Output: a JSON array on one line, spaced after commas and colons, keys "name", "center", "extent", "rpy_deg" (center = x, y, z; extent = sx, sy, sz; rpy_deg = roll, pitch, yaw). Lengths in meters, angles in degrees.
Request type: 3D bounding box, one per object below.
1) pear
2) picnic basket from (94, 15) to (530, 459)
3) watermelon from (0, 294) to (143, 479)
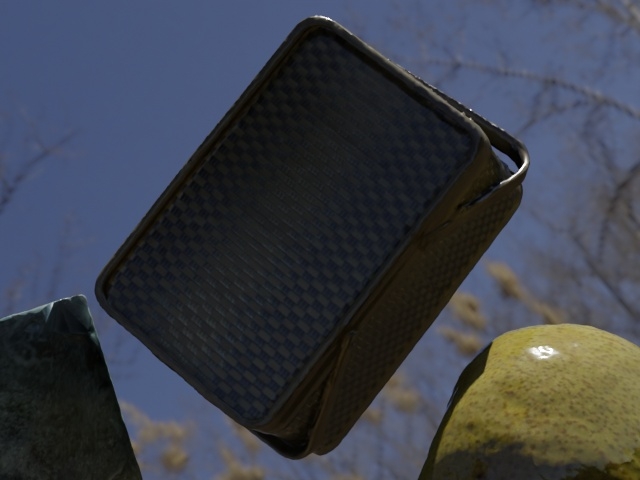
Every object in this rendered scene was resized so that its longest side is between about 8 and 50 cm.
[{"name": "pear", "center": [0.154, 0.173, 1.028], "extent": [0.228, 0.211, 0.188], "rpy_deg": [-65, -14, 16]}, {"name": "picnic basket", "center": [0.000, 0.000, 1.137], "extent": [0.266, 0.165, 0.139], "rpy_deg": [-52, -23, 0]}, {"name": "watermelon", "center": [-0.231, 0.144, 1.245], "extent": [0.213, 0.320, 0.289], "rpy_deg": [-75, 5, -67]}]
